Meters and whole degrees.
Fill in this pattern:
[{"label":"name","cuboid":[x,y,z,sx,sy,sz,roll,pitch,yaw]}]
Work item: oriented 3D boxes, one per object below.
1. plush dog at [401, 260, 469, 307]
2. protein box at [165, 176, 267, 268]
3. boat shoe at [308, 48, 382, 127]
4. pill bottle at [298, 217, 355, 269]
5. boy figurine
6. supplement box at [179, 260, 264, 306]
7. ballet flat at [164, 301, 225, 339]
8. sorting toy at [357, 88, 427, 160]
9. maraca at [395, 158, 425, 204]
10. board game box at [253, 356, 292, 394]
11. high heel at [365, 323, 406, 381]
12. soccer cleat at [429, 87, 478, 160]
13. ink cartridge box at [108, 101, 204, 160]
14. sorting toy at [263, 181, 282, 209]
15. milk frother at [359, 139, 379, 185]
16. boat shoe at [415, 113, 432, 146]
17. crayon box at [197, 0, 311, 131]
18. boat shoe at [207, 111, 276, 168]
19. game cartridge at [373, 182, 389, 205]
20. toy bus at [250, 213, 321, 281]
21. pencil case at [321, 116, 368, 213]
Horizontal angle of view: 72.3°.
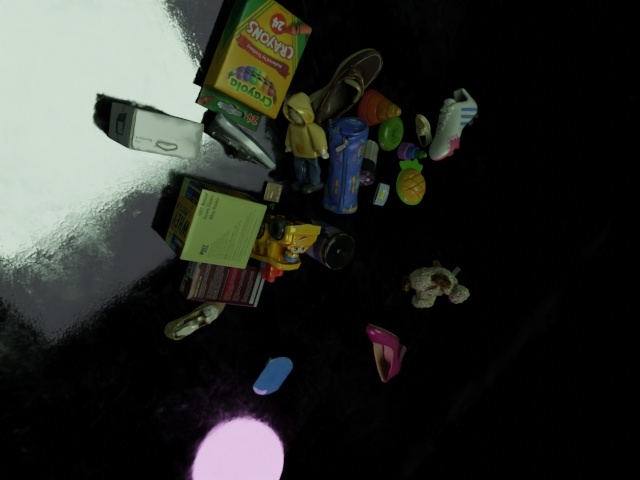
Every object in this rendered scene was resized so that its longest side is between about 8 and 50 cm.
[{"label":"plush dog","cuboid":[0.479,0.175,1.888,0.226,0.263,0.210,16,66,-50]},{"label":"protein box","cuboid":[-0.295,-0.047,1.235,0.201,0.136,0.199,13,102,-40]},{"label":"boat shoe","cuboid":[0.088,-0.464,1.348,0.342,0.123,0.123,-43,129,-14]},{"label":"pill bottle","cuboid":[0.000,0.000,1.422,0.123,0.219,0.122,-15,118,-31]},{"label":"boy figurine","cuboid":[-0.044,-0.284,1.289,0.092,0.177,0.284,-30,131,-34]},{"label":"supplement box","cuboid":[-0.294,0.123,1.346,0.240,0.073,0.130,16,93,-41]},{"label":"ballet flat","cuboid":[-0.374,0.246,1.348,0.206,0.067,0.073,-31,121,-24]},{"label":"sorting toy","cuboid":[0.270,-0.372,1.492,0.366,0.126,0.127,33,82,-49]},{"label":"maraca","cuboid":[0.344,-0.227,1.668,0.127,0.099,0.185,6,82,-28]},{"label":"board game box","cuboid":[-0.181,0.495,1.629,0.133,0.033,0.168,31,94,-46]},{"label":"high heel","cuboid":[0.266,0.493,1.894,0.377,0.127,0.181,45,70,-44]},{"label":"soccer cleat","cuboid":[0.482,-0.442,1.656,0.143,0.116,0.331,50,61,-25]},{"label":"ink cartridge box","cuboid":[-0.388,-0.255,1.022,0.155,0.212,0.093,3,107,-38]},{"label":"sorting toy","cuboid":[-0.154,-0.139,1.382,0.062,0.012,0.083,7,102,-44]},{"label":"milk frother","cuboid":[0.113,-0.261,1.483,0.143,0.129,0.134,17,61,-13]},{"label":"boat shoe","cuboid":[0.384,-0.410,1.645,0.045,0.050,0.135,-49,130,-17]},{"label":"crayon box","cuboid":[-0.175,-0.471,1.177,0.202,0.081,0.318,17,99,-41]},{"label":"boat shoe","cuboid":[-0.224,-0.263,1.240,0.076,0.080,0.229,-41,136,12]},{"label":"game cartridge","cuboid":[0.232,-0.174,1.657,0.056,0.017,0.083,5,106,-42]},{"label":"toy bus","cuboid":[-0.119,0.025,1.321,0.150,0.220,0.211,2,97,-43]},{"label":"pencil case","cuboid":[0.071,-0.224,1.347,0.133,0.120,0.305,-72,169,-53]}]
